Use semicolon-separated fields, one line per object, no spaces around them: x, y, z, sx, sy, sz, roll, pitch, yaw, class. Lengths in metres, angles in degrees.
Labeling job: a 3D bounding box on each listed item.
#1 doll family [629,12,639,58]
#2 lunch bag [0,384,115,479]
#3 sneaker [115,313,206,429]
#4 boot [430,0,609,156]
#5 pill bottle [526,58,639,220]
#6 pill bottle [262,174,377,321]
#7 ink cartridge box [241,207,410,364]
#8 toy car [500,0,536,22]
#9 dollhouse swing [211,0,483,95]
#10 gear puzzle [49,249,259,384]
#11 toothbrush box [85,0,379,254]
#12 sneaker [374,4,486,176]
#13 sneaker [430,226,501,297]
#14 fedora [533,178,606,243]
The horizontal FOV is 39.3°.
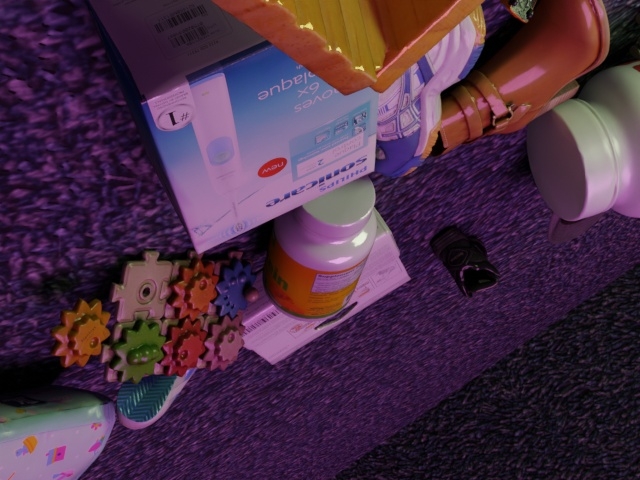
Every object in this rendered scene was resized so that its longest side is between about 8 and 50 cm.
0.533;-0.330;1.304;0.111;0.076;0.193;-20;171;-26;doll family
-0.433;0.290;1.222;0.262;0.160;0.223;-38;158;30;lunch bag
-0.218;0.172;1.300;0.228;0.087;0.092;-50;178;-30;sneaker
0.231;-0.215;1.136;0.220;0.109;0.283;-25;165;-7;boot
0.529;-0.167;1.327;0.408;0.229;0.229;-17;156;-9;pill bottle
0.000;0.000;1.209;0.136;0.136;0.245;-23;157;-22;pill bottle
-0.006;0.081;1.472;0.296;0.066;0.261;-32;159;1;ink cartridge box
0.199;-0.288;1.025;0.122;0.060;0.040;6;-176;-34;toy car
0.070;-0.302;0.483;0.305;0.315;0.347;-18;164;22;dollhouse swing
-0.199;0.101;1.156;0.339;0.044;0.175;1;104;-53;gear puzzle
-0.066;-0.136;0.841;0.216;0.126;0.295;-26;159;-11;toothbrush box
0.075;-0.177;1.015;0.131;0.112;0.296;-6;149;-16;sneaker
0.293;0.055;1.741;0.087;0.130;0.227;-35;161;11;sneaker
0.463;-0.133;1.567;0.244;0.124;0.275;-14;146;-42;fedora
